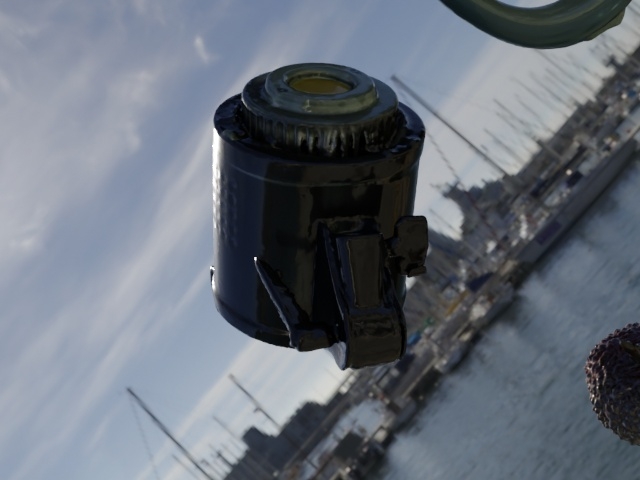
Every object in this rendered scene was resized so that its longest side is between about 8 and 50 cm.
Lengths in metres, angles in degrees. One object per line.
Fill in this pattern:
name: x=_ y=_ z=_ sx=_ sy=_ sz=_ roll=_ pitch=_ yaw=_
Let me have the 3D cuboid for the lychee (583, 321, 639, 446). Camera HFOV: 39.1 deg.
lychee: x=0.410 y=0.171 z=1.111 sx=0.165 sy=0.165 sz=0.197 roll=-46 pitch=-48 yaw=-22

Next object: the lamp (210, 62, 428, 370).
lamp: x=-0.009 y=-0.041 z=0.909 sx=0.205 sy=0.272 sz=0.374 roll=-5 pitch=12 yaw=-17

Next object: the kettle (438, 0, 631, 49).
kettle: x=0.221 y=-0.372 z=0.927 sx=0.319 sy=0.342 sz=0.247 roll=-62 pitch=6 yaw=10
